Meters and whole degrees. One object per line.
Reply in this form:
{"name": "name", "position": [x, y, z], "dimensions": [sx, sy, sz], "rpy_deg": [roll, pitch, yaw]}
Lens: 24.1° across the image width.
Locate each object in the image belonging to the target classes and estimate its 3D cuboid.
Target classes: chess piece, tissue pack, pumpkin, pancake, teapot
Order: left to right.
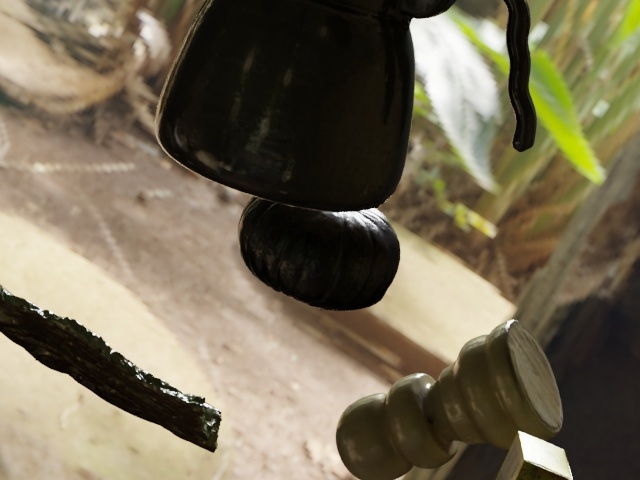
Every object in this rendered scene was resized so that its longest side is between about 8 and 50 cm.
{"name": "pancake", "position": [-0.296, 0.142, 1.927], "dimensions": [0.426, 0.067, 0.305], "rpy_deg": [31, -18, -4]}
{"name": "pumpkin", "position": [0.000, 0.000, 1.795], "dimensions": [0.202, 0.140, 0.202], "rpy_deg": [23, 19, -8]}
{"name": "teapot", "position": [0.021, -0.174, 1.272], "dimensions": [0.305, 0.285, 0.223], "rpy_deg": [26, 17, 37]}
{"name": "chess piece", "position": [0.159, 0.236, 1.999], "dimensions": [0.167, 0.299, 0.167], "rpy_deg": [46, 29, -35]}
{"name": "tissue pack", "position": [0.215, 0.313, 1.662], "dimensions": [0.062, 0.176, 0.095], "rpy_deg": [23, 12, -2]}
